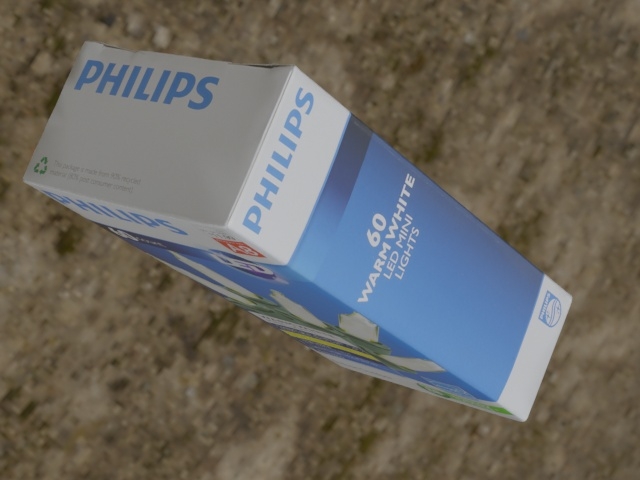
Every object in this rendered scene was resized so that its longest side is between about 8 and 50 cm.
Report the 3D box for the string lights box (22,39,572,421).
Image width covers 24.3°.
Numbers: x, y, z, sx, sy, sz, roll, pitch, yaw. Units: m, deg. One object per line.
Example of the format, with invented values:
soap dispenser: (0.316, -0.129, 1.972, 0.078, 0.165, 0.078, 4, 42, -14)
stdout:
string lights box: (0.000, 0.000, 0.718, 0.259, 0.133, 0.077, 34, 74, -47)
